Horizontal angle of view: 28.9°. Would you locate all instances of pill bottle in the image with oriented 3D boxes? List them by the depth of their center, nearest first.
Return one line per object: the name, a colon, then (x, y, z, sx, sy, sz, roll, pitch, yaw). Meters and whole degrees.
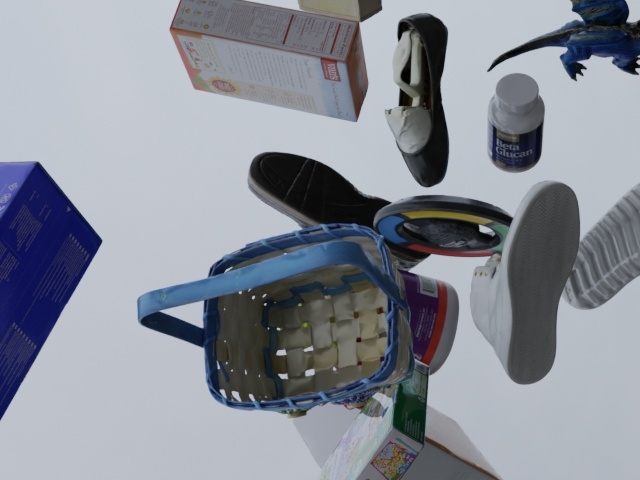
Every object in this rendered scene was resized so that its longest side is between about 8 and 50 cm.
pill bottle: (0.321, -0.195, 2.043, 0.169, 0.094, 0.094, 79, -147, -56)
pill bottle: (0.078, 0.128, 2.261, 0.181, 0.322, 0.182, -165, 90, -80)

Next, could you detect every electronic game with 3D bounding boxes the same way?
electronic game: (0.193, -0.016, 1.861, 0.229, 0.229, 0.048, 37, -124, -59)

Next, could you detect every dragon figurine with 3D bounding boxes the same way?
dragon figurine: (0.371, -0.282, 1.671, 0.144, 0.289, 0.085, 68, -154, -71)

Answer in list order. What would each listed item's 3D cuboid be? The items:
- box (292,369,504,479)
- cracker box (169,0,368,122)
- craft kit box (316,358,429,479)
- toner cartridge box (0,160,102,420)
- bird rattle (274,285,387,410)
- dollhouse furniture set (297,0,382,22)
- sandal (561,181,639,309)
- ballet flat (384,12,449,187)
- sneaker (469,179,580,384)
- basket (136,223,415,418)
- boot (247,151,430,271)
box: (0.151, 0.399, 2.313, 0.345, 0.215, 0.168, 33, -79, -38)
cracker box: (-0.061, -0.234, 1.580, 0.156, 0.232, 0.067, 75, -149, -67)
craft kit box: (0.064, 0.308, 1.733, 0.247, 0.061, 0.250, -61, 3, 18)
toner cartridge box: (-0.414, 0.082, 1.549, 0.165, 0.075, 0.348, 59, -136, -41)
bird rattle: (0.052, 0.152, 2.000, 0.253, 0.143, 0.207, 50, -117, -30)
dollhouse furniture set: (0.125, -0.622, 2.396, 0.394, 0.362, 0.257, -37, -48, -38)
sandal: (0.622, -0.013, 2.391, 0.102, 0.416, 0.169, -14, -108, -50)
ballet flat: (0.147, -0.226, 1.980, 0.096, 0.095, 0.281, 5, -98, -43)
sneaker: (0.268, 0.033, 1.720, 0.108, 0.169, 0.293, -1, -66, -17)
basket: (-0.023, 0.081, 1.348, 0.289, 0.254, 0.201, 39, -138, -55)
boot: (0.000, 0.000, 2.393, 0.284, 0.377, 0.138, 124, 164, -51)
